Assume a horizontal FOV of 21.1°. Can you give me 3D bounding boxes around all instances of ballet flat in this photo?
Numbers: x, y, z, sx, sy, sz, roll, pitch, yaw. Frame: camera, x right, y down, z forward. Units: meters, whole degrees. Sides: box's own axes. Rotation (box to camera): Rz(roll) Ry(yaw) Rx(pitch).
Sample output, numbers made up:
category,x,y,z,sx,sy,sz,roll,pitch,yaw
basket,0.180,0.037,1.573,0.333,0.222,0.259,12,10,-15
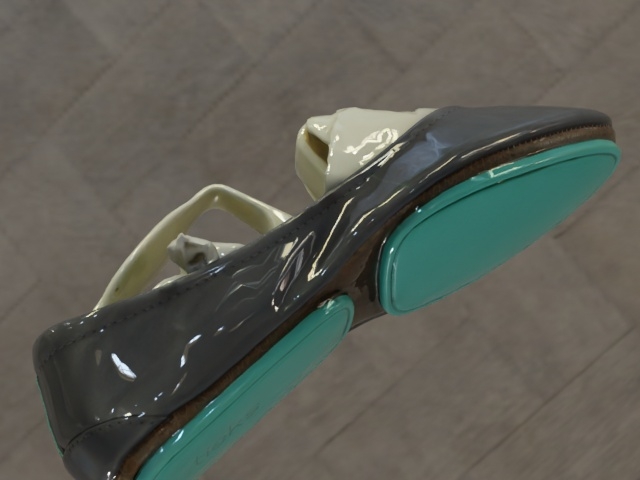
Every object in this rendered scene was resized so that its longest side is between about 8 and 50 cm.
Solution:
category,x,y,z,sx,sy,sz,roll,pitch,yaw
ballet flat,0.000,0.000,0.515,0.203,0.074,0.074,-34,80,-22
